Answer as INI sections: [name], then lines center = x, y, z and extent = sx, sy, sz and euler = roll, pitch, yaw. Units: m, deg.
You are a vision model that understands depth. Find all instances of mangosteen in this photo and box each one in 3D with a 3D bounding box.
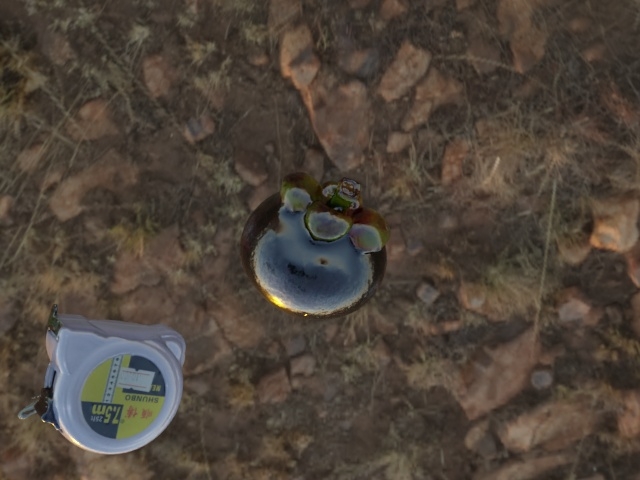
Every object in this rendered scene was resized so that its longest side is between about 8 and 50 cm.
[mangosteen]
center = 0.000, 0.000, 1.631
extent = 0.275, 0.275, 0.302
euler = 20, 132, -10

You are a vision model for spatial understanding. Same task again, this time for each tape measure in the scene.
[tape measure]
center = -0.279, 0.186, 1.173
extent = 0.196, 0.105, 0.178
euler = 16, 91, -33
